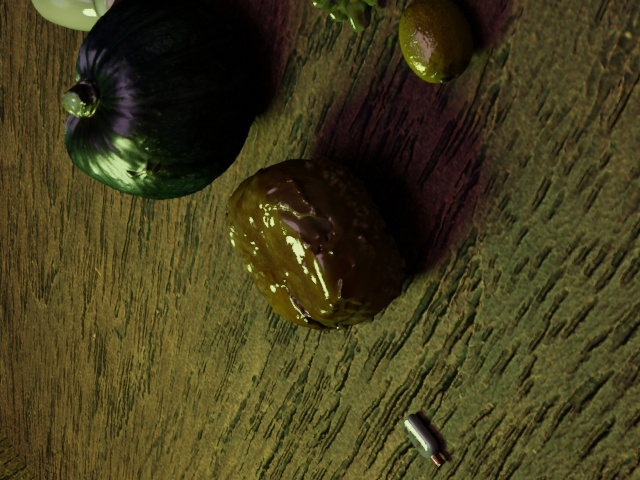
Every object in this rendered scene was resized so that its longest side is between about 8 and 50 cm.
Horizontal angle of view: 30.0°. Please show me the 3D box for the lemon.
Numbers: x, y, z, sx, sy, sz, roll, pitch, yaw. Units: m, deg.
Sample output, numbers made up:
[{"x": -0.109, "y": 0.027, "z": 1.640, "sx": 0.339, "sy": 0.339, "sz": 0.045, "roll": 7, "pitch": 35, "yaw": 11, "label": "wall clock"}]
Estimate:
[{"x": 0.130, "y": -0.232, "z": 1.357, "sx": 0.082, "sy": 0.082, "sz": 0.111, "roll": -13, "pitch": 96, "yaw": 56, "label": "lemon"}]

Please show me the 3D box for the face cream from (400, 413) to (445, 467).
[{"x": 0.149, "y": 0.289, "z": 1.717, "sx": 0.083, "sy": 0.021, "sz": 0.040, "roll": 52, "pitch": 145, "yaw": 19, "label": "face cream"}]

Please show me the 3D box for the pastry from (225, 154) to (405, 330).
[{"x": 0.000, "y": 0.000, "z": 1.612, "sx": 0.255, "sy": 0.162, "sz": 0.311, "roll": 59, "pitch": 158, "yaw": -9, "label": "pastry"}]

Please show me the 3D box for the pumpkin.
[{"x": -0.209, "y": -0.192, "z": 1.696, "sx": 0.196, "sy": 0.263, "sz": 0.293, "roll": 30, "pitch": 126, "yaw": 28, "label": "pumpkin"}]

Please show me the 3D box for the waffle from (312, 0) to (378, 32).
[{"x": 0.009, "y": -0.377, "z": 1.455, "sx": 0.223, "sy": 0.054, "sz": 0.204, "roll": 50, "pitch": 144, "yaw": 21, "label": "waffle"}]

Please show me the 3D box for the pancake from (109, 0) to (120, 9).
[{"x": -0.253, "y": -0.307, "z": 1.747, "sx": 0.021, "sy": 0.199, "sz": 0.199, "roll": 30, "pitch": 135, "yaw": 22, "label": "pancake"}]

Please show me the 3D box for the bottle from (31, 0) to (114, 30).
[{"x": -0.328, "y": -0.386, "z": 1.844, "sx": 0.236, "sy": 0.147, "sz": 0.148, "roll": 22, "pitch": 128, "yaw": 37, "label": "bottle"}]
